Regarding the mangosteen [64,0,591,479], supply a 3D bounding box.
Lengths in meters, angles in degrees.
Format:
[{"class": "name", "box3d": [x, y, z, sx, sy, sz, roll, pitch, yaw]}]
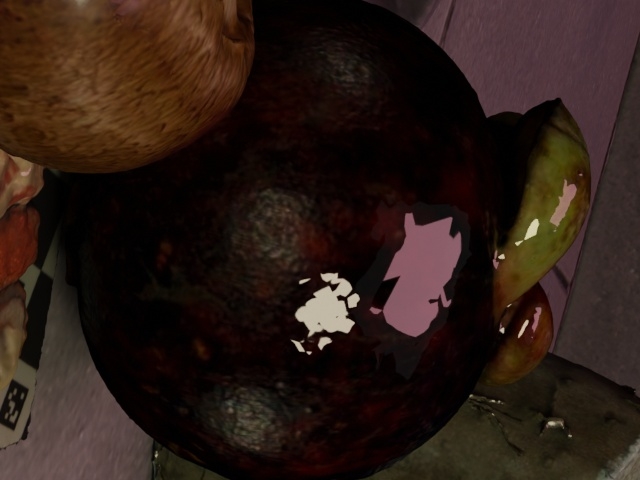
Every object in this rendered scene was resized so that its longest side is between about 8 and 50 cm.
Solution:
[{"class": "mangosteen", "box3d": [0.000, 0.000, 1.003, 0.288, 0.288, 0.288, 14, 90, -72]}]

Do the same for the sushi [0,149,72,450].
[{"class": "sushi", "box3d": [-0.162, -0.005, 0.885, 0.264, 0.050, 0.290, -20, 121, -69]}]

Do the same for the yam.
[{"class": "yam", "box3d": [0.053, 0.144, 1.244, 0.241, 0.348, 0.241, -41, 143, -41]}]

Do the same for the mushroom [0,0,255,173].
[{"class": "mushroom", "box3d": [-0.100, -0.168, 0.710, 0.297, 0.163, 0.278, -93, -173, -48]}]

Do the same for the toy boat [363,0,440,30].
[{"class": "toy boat", "box3d": [0.064, -0.308, 1.292, 0.276, 0.111, 0.293, 82, 16, -50]}]
